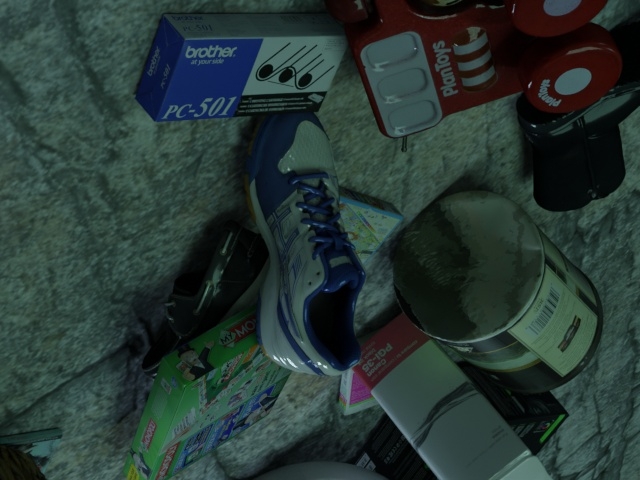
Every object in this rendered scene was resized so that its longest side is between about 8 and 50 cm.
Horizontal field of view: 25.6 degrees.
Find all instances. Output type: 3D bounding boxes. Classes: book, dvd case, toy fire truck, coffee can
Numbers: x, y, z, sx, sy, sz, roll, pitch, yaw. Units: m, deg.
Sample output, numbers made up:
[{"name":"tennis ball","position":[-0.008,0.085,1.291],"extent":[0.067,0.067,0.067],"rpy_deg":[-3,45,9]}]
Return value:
[{"name":"book","position":[0.075,0.182,1.994],"extent":[0.096,0.035,0.144],"rpy_deg":[-22,142,-24]},{"name":"dvd case","position":[-0.364,0.273,1.675],"extent":[0.087,0.013,0.119],"rpy_deg":[-3,131,-44]},{"name":"toy fire truck","position":[0.141,-0.227,1.367],"extent":[0.253,0.169,0.302],"rpy_deg":[-20,147,5]},{"name":"coffee can","position":[0.241,0.073,1.868],"extent":[0.201,0.201,0.275],"rpy_deg":[-43,147,6]}]

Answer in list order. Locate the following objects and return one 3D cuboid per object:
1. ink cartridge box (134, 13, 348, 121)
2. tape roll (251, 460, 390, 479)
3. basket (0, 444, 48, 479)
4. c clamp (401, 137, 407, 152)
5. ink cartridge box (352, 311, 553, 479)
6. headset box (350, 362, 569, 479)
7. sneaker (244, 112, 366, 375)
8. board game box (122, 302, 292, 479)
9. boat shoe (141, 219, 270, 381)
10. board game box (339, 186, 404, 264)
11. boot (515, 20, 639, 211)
[{"name":"ink cartridge box","position":[-0.074,-0.172,1.387],"extent":[0.207,0.046,0.097],"rpy_deg":[-7,135,-40]},{"name":"tape roll","position":[-0.007,0.516,2.074],"extent":[0.392,0.072,0.392],"rpy_deg":[-3,106,-10]},{"name":"basket","position":[-0.379,0.390,1.527],"extent":[0.223,0.299,0.213],"rpy_deg":[-48,140,12]},{"name":"c clamp","position":[0.158,-0.186,1.636],"extent":[0.160,0.022,0.137],"rpy_deg":[-25,140,-19]},{"name":"ink cartridge box","position":[0.184,0.259,1.906],"extent":[0.117,0.283,0.207],"rpy_deg":[-39,143,-1]},{"name":"headset box","position":[0.220,0.320,2.220],"extent":[0.283,0.131,0.246],"rpy_deg":[1,131,-47]},{"name":"sneaker","position":[0.000,0.000,1.498],"extent":[0.111,0.131,0.297],"rpy_deg":[-14,106,-34]},{"name":"board game box","position":[-0.118,0.178,1.685],"extent":[0.213,0.046,0.317],"rpy_deg":[-29,161,-31]},{"name":"boat shoe","position":[-0.141,0.071,1.614],"extent":[0.079,0.084,0.233],"rpy_deg":[32,118,-17]},{"name":"board game box","position":[0.022,-0.012,1.702],"extent":[0.103,0.026,0.154],"rpy_deg":[-50,147,17]},{"name":"boot","position":[0.371,-0.156,1.813],"extent":[0.246,0.094,0.207],"rpy_deg":[-30,144,-2]}]
